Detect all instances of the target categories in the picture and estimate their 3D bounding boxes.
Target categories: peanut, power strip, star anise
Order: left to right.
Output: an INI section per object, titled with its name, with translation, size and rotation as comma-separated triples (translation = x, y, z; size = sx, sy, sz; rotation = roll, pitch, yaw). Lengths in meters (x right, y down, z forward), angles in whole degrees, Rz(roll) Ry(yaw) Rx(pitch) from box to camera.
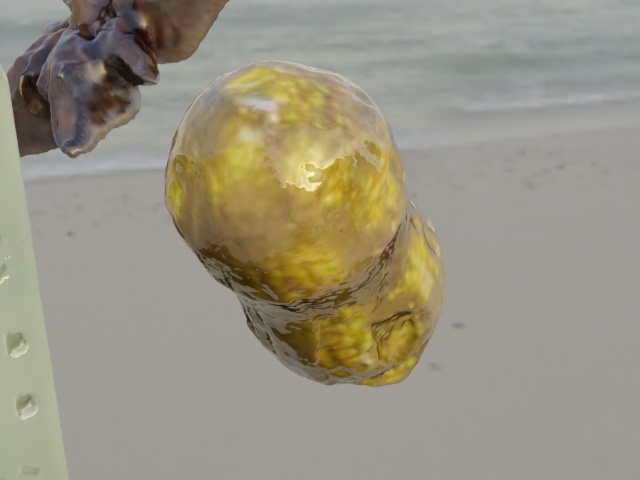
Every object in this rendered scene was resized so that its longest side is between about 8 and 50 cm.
[power strip]
translation = -0.237, 0.045, 0.954
size = 0.091, 0.385, 0.062
rotation = -15, 19, -31
[star anise]
translation = -0.198, -0.198, 1.307
size = 0.349, 0.109, 0.292
rotation = -47, 41, -9
[peanut]
translation = 0.000, 0.000, 0.542
size = 0.087, 0.087, 0.207
rotation = 4, -22, 16
